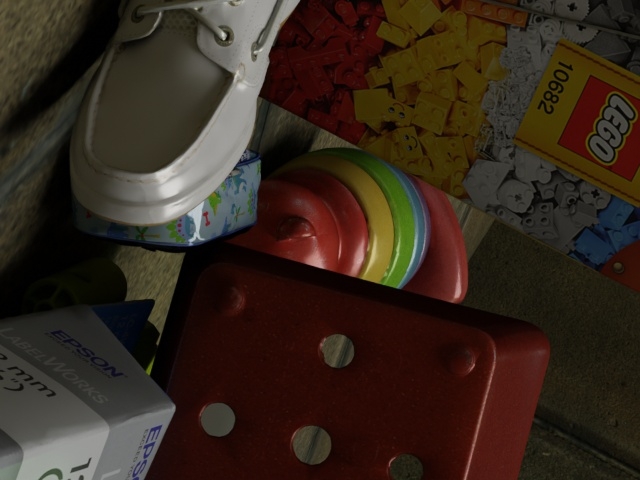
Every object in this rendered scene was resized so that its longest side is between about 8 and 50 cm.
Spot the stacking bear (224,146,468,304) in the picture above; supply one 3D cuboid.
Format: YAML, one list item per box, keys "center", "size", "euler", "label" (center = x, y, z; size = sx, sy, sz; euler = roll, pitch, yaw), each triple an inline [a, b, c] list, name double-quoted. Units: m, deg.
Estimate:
- center: [0.000, 0.000, 1.504]
  size: [0.289, 0.175, 0.164]
  euler: [-8, 96, -66]
  label: "stacking bear"

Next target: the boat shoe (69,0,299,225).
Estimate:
- center: [-0.071, -0.130, 0.955]
  size: [0.096, 0.098, 0.277]
  euler: [96, 11, -50]
  label: "boat shoe"

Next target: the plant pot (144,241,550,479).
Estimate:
- center: [-0.003, 0.136, 1.075]
  size: [0.236, 0.267, 0.267]
  euler: [78, 27, -79]
  label: "plant pot"

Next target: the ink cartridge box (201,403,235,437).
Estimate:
- center: [-0.079, 0.136, 1.631]
  size: [0.154, 0.093, 0.212]
  euler: [-62, 169, 4]
  label: "ink cartridge box"

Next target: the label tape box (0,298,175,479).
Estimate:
- center: [-0.191, 0.176, 0.921]
  size: [0.347, 0.115, 0.249]
  euler: [-7, 125, -62]
  label: "label tape box"

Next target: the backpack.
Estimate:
- center: [-0.098, -0.039, 1.038]
  size: [0.114, 0.105, 0.084]
  euler: [-35, 129, -69]
  label: "backpack"

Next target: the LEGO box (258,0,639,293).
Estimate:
- center: [0.193, -0.210, 1.269]
  size: [0.500, 0.372, 0.193]
  euler: [-47, 162, -56]
  label: "LEGO box"

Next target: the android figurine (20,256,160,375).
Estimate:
- center: [-0.190, 0.128, 1.134]
  size: [0.248, 0.056, 0.273]
  euler: [-66, 167, 17]
  label: "android figurine"
